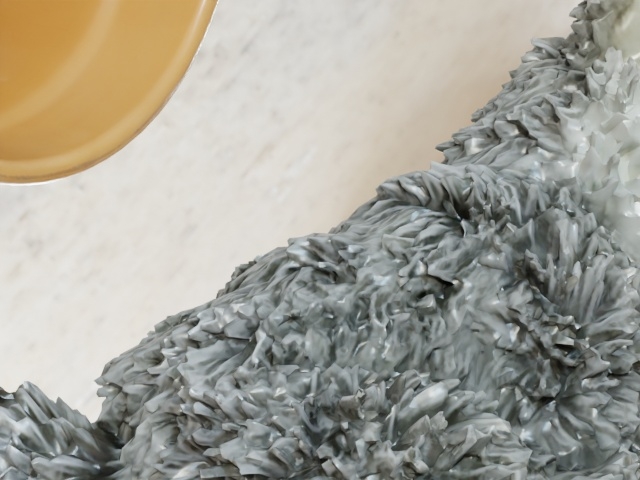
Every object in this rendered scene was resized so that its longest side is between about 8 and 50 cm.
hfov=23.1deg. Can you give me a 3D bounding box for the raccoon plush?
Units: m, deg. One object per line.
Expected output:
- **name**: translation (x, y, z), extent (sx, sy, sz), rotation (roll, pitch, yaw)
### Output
- **raccoon plush**: translation (0.000, 0.000, 0.635), extent (0.216, 0.446, 0.299), rotation (141, -40, -60)

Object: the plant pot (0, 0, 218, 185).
- **plant pot**: translation (-0.196, -0.177, 0.688), extent (0.291, 0.203, 0.291), rotation (-19, 113, -56)
